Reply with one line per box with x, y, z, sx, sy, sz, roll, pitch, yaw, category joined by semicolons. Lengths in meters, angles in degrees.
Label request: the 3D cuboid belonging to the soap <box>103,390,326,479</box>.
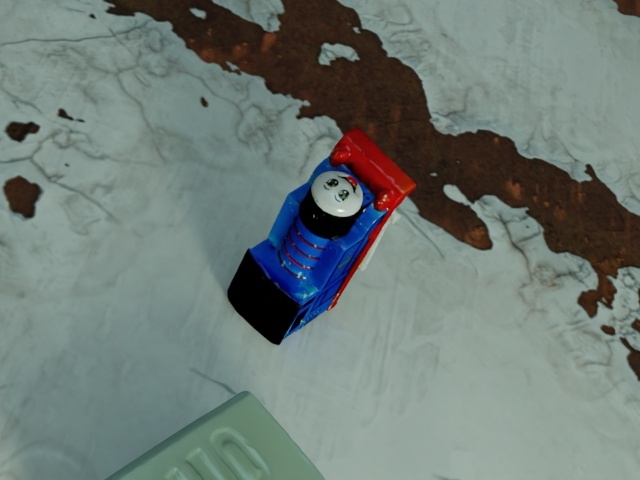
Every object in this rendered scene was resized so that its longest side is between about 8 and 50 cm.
-0.103;0.221;0.911;0.119;0.066;0.198;46;48;16;soap

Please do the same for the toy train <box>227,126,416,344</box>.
0.000;0.000;1.052;0.131;0.204;0.083;-33;72;-37;toy train
